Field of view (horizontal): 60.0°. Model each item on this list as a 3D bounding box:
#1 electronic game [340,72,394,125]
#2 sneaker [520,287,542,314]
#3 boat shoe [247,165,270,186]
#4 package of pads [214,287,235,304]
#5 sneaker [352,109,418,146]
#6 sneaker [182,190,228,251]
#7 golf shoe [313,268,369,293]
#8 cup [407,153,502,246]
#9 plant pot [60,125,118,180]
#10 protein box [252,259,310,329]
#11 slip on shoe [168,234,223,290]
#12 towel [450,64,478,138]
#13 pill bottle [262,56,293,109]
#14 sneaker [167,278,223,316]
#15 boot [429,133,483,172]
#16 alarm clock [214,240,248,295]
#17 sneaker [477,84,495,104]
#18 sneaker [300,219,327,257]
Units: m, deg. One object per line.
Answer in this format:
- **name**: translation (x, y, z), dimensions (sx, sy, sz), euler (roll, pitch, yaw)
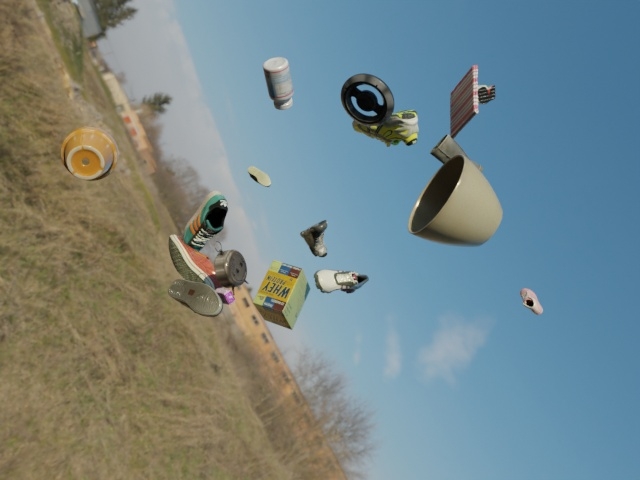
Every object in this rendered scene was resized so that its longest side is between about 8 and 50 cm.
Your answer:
- **electronic game**: translation (0.187, -0.561, 2.223), dimensions (0.229, 0.048, 0.229), euler (18, -42, 18)
- **sneaker**: translation (0.808, 0.225, 2.153), dimensions (0.070, 0.051, 0.134), euler (31, 25, -32)
- **boat shoe**: translation (-0.255, -0.265, 2.347), dimensions (0.133, 0.049, 0.042), euler (38, -16, 26)
- **package of pads**: translation (-0.324, 0.187, 1.867), dimensions (0.083, 0.032, 0.050), euler (0, -61, 54)
- **sneaker**: translation (0.274, -0.484, 2.442), dimensions (0.385, 0.145, 0.147), euler (16, -57, 57)
- **sneaker**: translation (-0.470, -0.052, 2.257), dimensions (0.302, 0.108, 0.121), euler (-58, -142, 20)
- **golf shoe**: translation (0.084, 0.158, 2.320), dimensions (0.120, 0.273, 0.105), euler (-26, -111, 37)
- **cup**: translation (0.504, -0.107, 1.988), dimensions (0.237, 0.331, 0.331), euler (31, -9, -10)
- **plant pot**: translation (-0.869, -0.311, 2.076), dimensions (0.188, 0.205, 0.205), euler (-130, -161, -64)
- **protein box**: translation (-0.155, 0.225, 2.274), dimensions (0.136, 0.201, 0.200), euler (16, -26, 18)
- **slip on shoe**: translation (-0.486, 0.091, 2.150), dimensions (0.331, 0.101, 0.123), euler (40, -47, 28)
- **towel**: translation (0.457, -0.436, 1.749), dimensions (0.144, 0.029, 0.197), euler (127, -27, -61)
- **pill bottle**: translation (-0.139, -0.531, 1.885), dimensions (0.087, 0.087, 0.160), euler (53, -20, 43)
- **sneaker**: translation (-0.340, 0.182, 1.632), dimensions (0.222, 0.083, 0.118), euler (19, -19, 40)
- **boot**: translation (0.522, -0.292, 2.218), dimensions (0.208, 0.189, 0.076), euler (34, 7, -19)
- **alarm clock**: translation (-0.311, 0.081, 1.888), dimensions (0.192, 0.064, 0.129), euler (62, 30, -27)
- **sneaker**: translation (0.507, -0.471, 1.793), dimensions (0.075, 0.161, 0.057), euler (6, -68, 36)
- **sneaker**: translation (0.000, 0.000, 2.179), dimensions (0.132, 0.086, 0.229), euler (63, -17, -1)
